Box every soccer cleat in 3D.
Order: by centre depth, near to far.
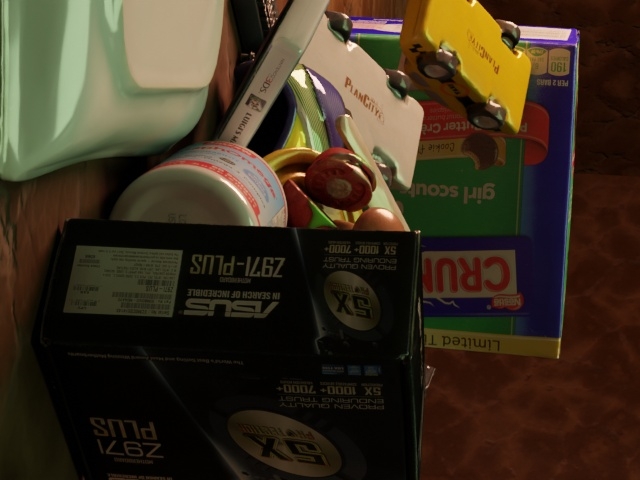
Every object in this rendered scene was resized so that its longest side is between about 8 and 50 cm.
[{"bbox_3d":[-0.050,0.008,1.313,0.121,0.093,0.289,22,73,-51],"label":"soccer cleat"}]

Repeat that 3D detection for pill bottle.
[{"bbox_3d":[-0.066,-0.011,1.047,0.160,0.087,0.087,-58,151,-77],"label":"pill bottle"}]

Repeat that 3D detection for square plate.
[{"bbox_3d":[-0.091,-0.208,0.910,0.347,0.049,0.344,-37,130,-82],"label":"square plate"}]

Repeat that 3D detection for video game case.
[{"bbox_3d":[-0.025,-0.127,1.179,0.173,0.022,0.190,-55,-173,46],"label":"video game case"}]

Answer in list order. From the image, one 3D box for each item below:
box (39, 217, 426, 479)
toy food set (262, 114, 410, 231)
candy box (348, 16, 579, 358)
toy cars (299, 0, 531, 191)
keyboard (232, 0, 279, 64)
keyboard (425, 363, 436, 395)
[{"bbox_3d":[-0.038,0.064,0.921,0.147,0.180,0.078,85,9,-54],"label":"box"},{"bbox_3d":[0.000,0.000,1.250,0.218,0.071,0.128,-37,114,-37],"label":"toy food set"},{"bbox_3d":[0.119,-0.055,1.815,0.122,0.268,0.317,-53,146,-72],"label":"candy box"},{"bbox_3d":[0.059,-0.140,1.561,0.393,0.087,0.176,-27,109,-53],"label":"toy cars"},{"bbox_3d":[-0.046,-0.162,1.419,0.180,0.023,0.108,77,17,-64],"label":"keyboard"},{"bbox_3d":[0.055,0.280,2.031,0.201,0.033,0.317,-45,159,-78],"label":"keyboard"}]
